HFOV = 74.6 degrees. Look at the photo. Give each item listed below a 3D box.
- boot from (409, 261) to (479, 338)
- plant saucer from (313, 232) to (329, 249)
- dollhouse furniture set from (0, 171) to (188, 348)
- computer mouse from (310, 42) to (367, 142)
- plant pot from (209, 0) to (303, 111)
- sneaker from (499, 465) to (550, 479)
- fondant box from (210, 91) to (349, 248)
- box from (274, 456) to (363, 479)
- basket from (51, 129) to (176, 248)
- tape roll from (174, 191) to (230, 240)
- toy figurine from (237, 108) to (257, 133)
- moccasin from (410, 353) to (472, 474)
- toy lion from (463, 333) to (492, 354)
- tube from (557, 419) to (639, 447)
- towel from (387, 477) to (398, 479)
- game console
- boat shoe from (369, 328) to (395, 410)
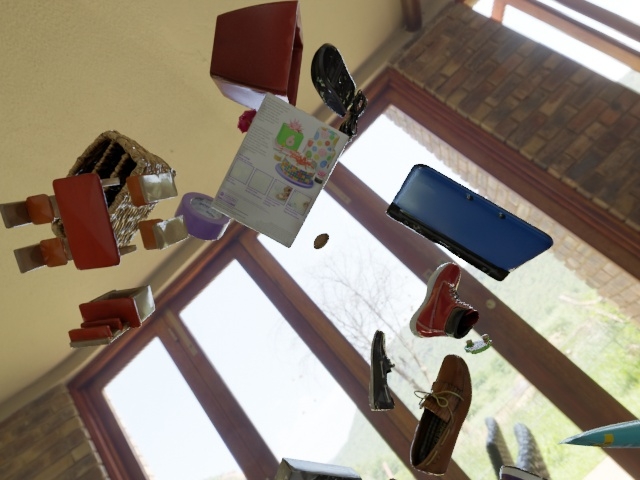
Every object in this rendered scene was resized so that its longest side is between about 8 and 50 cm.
[{"bbox_3d":[0.354,0.152,1.094,0.176,0.088,0.244,-16,33,55],"label":"boot"},{"bbox_3d":[0.000,0.000,1.704,0.083,0.015,0.083,-27,-40,-26],"label":"plant saucer"},{"bbox_3d":[-0.363,0.024,0.682,0.261,0.259,0.135,-9,11,10],"label":"dollhouse furniture set"},{"bbox_3d":[0.038,-0.428,1.199,0.272,0.072,0.189,52,-126,-47],"label":"computer mouse"},{"bbox_3d":[-0.189,-0.538,1.271,0.267,0.235,0.267,75,-159,-89],"label":"plant pot"},{"bbox_3d":[0.529,0.607,0.905,0.124,0.283,0.107,-61,-35,-33],"label":"sneaker"},{"bbox_3d":[-0.105,-0.180,1.114,0.330,0.238,0.096,-61,1,8],"label":"fondant box"},{"bbox_3d":[-0.032,0.585,0.873,0.183,0.056,0.231,24,-97,-26],"label":"box"},{"bbox_3d":[-0.556,-0.127,1.063,0.299,0.213,0.223,-54,1,4],"label":"basket"},{"bbox_3d":[-0.432,-0.090,1.546,0.189,0.189,0.080,-3,-45,-54],"label":"tape roll"},{"bbox_3d":[-0.186,-0.322,1.275,0.173,0.159,0.130,-13,6,35],"label":"toy figurine"},{"bbox_3d":[0.383,0.553,1.369,0.147,0.139,0.380,28,-98,-31],"label":"moccasin"},{"bbox_3d":[0.519,0.351,1.393,0.100,0.034,0.096,-31,-5,41],"label":"toy lion"},{"bbox_3d":[0.558,0.362,0.783,0.207,0.052,0.080,-3,-39,-3],"label":"tube"},{"bbox_3d":[0.121,0.591,0.688,0.121,0.235,0.284,-14,15,19],"label":"towel"},{"bbox_3d":[0.312,-0.063,0.902,0.173,0.293,0.250,-62,-7,34],"label":"game console"},{"bbox_3d":[0.168,0.337,1.103,0.075,0.064,0.206,44,-133,-57],"label":"boat shoe"}]
